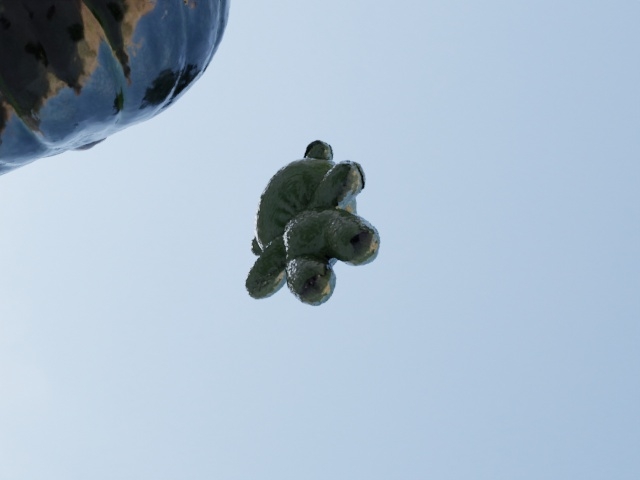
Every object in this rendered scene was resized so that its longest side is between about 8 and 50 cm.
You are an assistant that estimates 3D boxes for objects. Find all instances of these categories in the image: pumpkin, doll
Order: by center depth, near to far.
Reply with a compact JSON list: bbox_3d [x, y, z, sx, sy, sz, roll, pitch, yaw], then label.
[{"bbox_3d":[-0.178,-0.144,0.838,0.250,0.216,0.250,-20,-144,16],"label":"pumpkin"},{"bbox_3d":[0.000,0.000,0.963,0.115,0.077,0.150,-52,-159,11],"label":"doll"}]
